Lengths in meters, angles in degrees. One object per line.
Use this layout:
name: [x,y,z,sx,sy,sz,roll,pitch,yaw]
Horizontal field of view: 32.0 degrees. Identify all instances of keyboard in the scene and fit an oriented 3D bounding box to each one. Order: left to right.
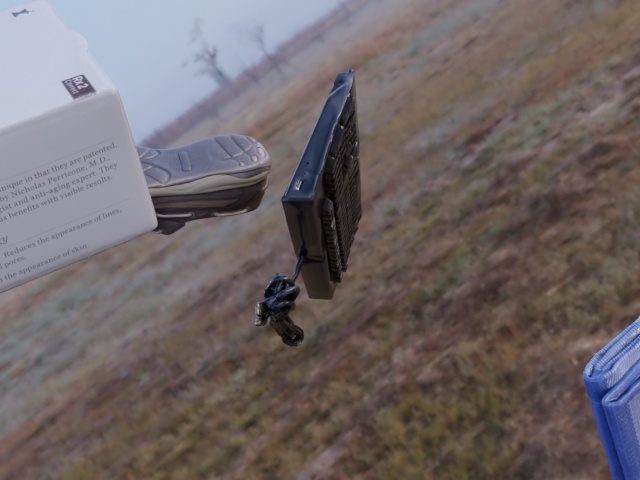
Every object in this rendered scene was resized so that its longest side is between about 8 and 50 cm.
keyboard: [0.000,0.000,0.955,0.317,0.033,0.202,76,-144,-73]

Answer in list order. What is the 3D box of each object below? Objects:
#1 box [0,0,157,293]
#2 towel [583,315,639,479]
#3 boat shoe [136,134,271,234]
box: [-0.235,-0.063,0.781,0.181,0.119,0.181,-23,39,-16]
towel: [0.276,0.067,0.701,0.285,0.209,0.034,-41,38,-21]
boat shoe: [-0.249,-0.068,1.729,0.355,0.130,0.132,-6,38,-7]
